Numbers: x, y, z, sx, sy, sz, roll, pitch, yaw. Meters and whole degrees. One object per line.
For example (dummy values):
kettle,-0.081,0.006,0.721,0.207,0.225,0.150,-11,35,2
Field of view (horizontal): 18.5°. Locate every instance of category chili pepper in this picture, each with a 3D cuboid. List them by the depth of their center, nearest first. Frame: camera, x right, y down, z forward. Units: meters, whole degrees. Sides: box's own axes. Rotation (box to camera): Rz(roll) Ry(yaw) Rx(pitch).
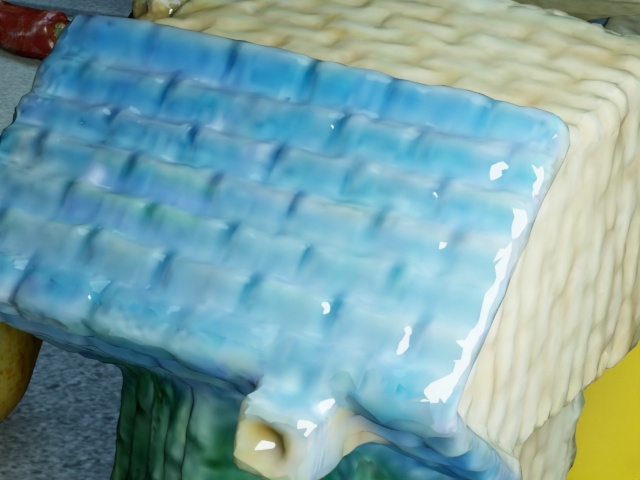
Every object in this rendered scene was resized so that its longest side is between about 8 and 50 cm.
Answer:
chili pepper,-0.359,-0.260,2.424,0.123,0.073,0.070,19,69,35

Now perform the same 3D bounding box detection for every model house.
model house,-0.035,0.082,1.221,0.395,0.445,0.400,15,26,20

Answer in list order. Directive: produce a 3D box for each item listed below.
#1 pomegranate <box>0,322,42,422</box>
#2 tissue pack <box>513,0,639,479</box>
pomegranate,-0.317,0.064,1.512,0.233,0.233,0.233,4,23,-2
tissue pack,0.152,0.016,1.492,0.293,0.382,0.228,6,21,3
